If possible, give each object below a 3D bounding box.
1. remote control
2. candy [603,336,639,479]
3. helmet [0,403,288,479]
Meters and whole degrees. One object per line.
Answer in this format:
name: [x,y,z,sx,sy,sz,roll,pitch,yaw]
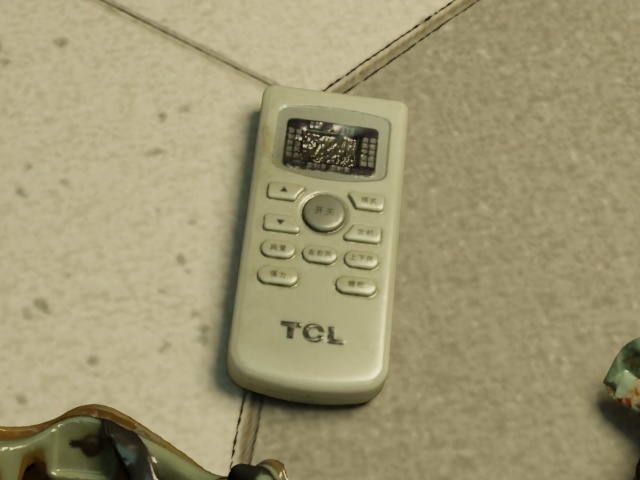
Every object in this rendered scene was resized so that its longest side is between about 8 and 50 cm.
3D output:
remote control: [0.000,0.000,0.886,0.087,0.029,0.190,8,60,-1]
candy: [0.188,0.132,0.822,0.053,0.046,0.182,-6,66,-14]
helmet: [-0.120,0.158,0.708,0.224,0.198,0.130,10,99,12]
